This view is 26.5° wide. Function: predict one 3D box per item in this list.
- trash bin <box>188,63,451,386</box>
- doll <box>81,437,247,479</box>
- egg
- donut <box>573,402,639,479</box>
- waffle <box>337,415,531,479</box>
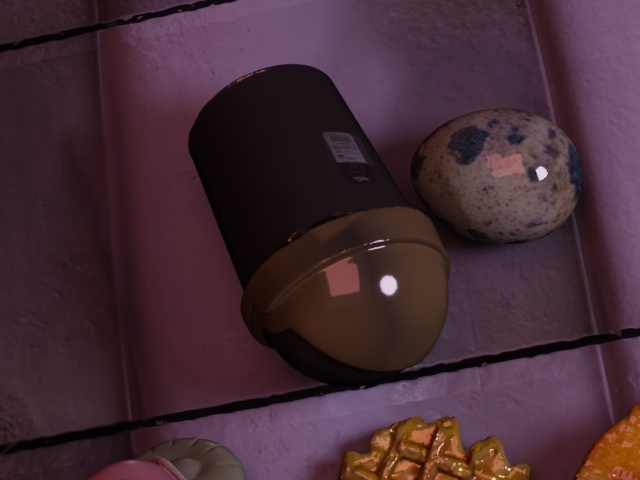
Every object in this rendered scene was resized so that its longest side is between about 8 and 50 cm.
[{"bbox_3d":[0.000,0.000,1.377,0.214,0.214,0.334,-29,61,-1],"label":"trash bin"},{"bbox_3d":[-0.174,0.323,1.306,0.284,0.216,0.268,-33,31,-11],"label":"doll"},{"bbox_3d":[0.179,-0.067,1.404,0.181,0.141,0.141,8,70,23],"label":"egg"},{"bbox_3d":[0.365,0.290,1.242,0.303,0.110,0.303,-4,66,8],"label":"donut"},{"bbox_3d":[0.088,0.309,1.317,0.280,0.060,0.262,-21,64,1],"label":"waffle"}]
